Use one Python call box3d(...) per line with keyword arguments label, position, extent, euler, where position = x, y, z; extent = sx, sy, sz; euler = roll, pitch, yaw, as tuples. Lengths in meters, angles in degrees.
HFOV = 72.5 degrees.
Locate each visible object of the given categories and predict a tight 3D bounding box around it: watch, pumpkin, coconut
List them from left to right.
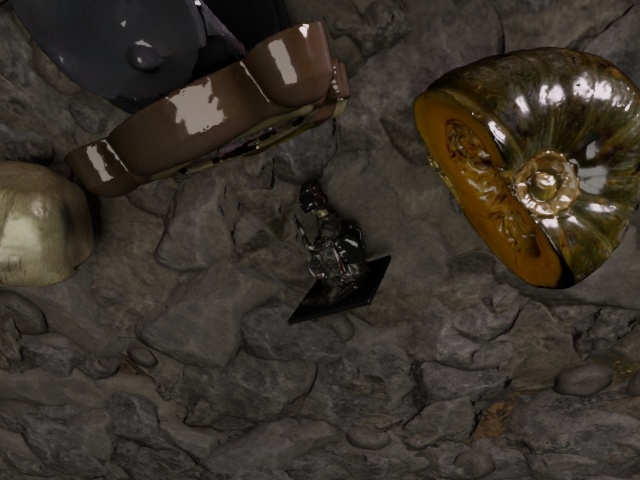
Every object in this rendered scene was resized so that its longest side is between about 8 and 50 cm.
box3d(label="coconut", position=(-0.485, -0.012, 0.720), extent=(0.225, 0.224, 0.224), euler=(3, 122, 4))
box3d(label="watch", position=(-0.149, -0.256, 0.496), extent=(0.314, 0.335, 0.326), euler=(-20, 99, 24))
box3d(label="pumpkin", position=(0.292, -0.116, 0.590), extent=(0.232, 0.242, 0.324), euler=(-37, 110, -7))

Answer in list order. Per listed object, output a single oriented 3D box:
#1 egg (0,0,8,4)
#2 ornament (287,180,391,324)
box3d(label="egg", position=(-0.459, -0.396, 0.414), extent=(0.288, 0.287, 0.379), euler=(-30, 98, 22))
box3d(label="ornament", position=(0.000, 0.000, 0.719), extent=(0.153, 0.166, 0.195), euler=(-18, 106, 28))
